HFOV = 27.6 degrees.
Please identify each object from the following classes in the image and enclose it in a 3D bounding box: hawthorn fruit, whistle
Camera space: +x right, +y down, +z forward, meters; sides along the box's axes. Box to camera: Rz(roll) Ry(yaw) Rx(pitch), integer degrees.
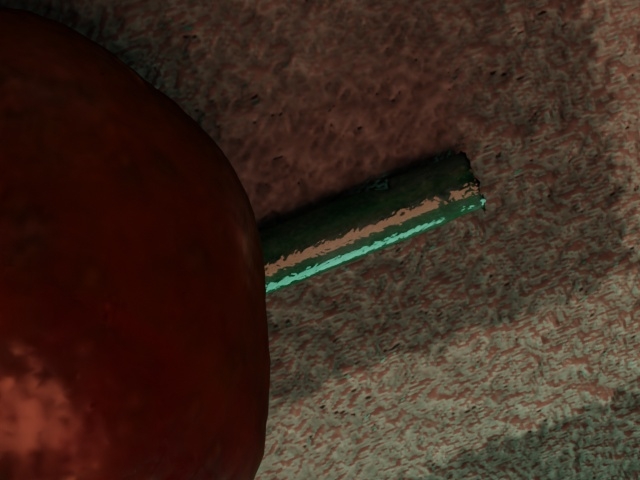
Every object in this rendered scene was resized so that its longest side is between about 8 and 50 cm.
[{"bbox_3d":[-0.142,0.046,0.595,0.284,0.284,0.284,-7,123,-12],"label":"hawthorn fruit"},{"bbox_3d":[0.000,0.000,0.733,0.186,0.039,0.039,-22,125,-2],"label":"whistle"}]
